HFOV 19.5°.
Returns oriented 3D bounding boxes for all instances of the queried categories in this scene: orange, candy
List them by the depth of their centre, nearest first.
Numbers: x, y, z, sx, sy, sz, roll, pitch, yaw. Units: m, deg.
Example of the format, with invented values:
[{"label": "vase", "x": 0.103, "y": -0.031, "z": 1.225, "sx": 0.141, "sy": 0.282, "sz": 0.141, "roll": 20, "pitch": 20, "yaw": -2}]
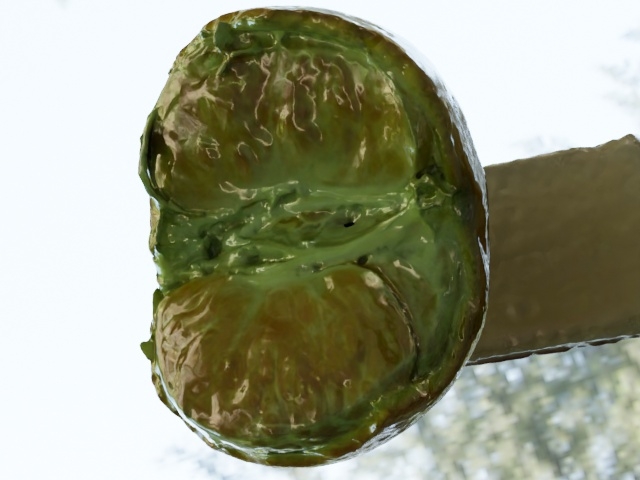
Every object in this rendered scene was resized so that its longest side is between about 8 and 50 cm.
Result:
[{"label": "orange", "x": 0.002, "y": -0.002, "z": 0.979, "sx": 0.158, "sy": 0.179, "sz": 0.237, "roll": 1, "pitch": -97, "yaw": -63}, {"label": "candy", "x": 0.168, "y": 0.019, "z": 1.678, "sx": 0.135, "sy": 0.321, "sz": 0.179, "roll": 23, "pitch": -123, "yaw": -81}]
